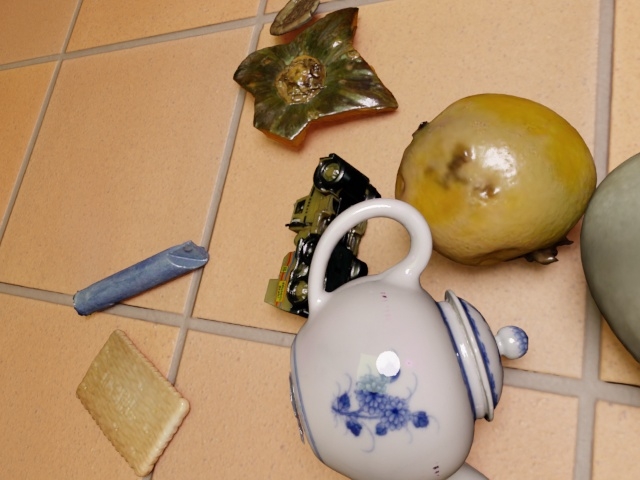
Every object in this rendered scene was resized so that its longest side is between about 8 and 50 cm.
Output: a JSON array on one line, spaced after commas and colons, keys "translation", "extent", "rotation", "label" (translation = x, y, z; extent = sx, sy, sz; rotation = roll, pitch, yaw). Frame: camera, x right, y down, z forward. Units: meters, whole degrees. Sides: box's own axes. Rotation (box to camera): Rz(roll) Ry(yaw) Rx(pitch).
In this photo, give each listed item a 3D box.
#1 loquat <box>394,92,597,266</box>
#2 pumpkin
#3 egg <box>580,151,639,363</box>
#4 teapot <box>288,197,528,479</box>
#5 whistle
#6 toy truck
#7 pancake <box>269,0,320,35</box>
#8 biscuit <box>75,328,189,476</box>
[{"translation": [0.224, -0.070, 0.622], "extent": [0.244, 0.244, 0.243], "rotation": [-8, 70, 24], "label": "loquat"}, {"translation": [-0.031, -0.289, 0.887], "extent": [0.291, 0.095, 0.258], "rotation": [-21, 62, 15], "label": "pumpkin"}, {"translation": [0.424, 0.048, 0.457], "extent": [0.259, 0.258, 0.352], "rotation": [-38, 62, 11], "label": "egg"}, {"translation": [0.114, 0.155, 0.585], "extent": [0.280, 0.252, 0.423], "rotation": [-17, 95, 5], "label": "teapot"}, {"translation": [-0.359, 0.074, 0.951], "extent": [0.305, 0.062, 0.062], "rotation": [-23, 65, 18], "label": "whistle"}, {"translation": [0.004, -0.002, 0.764], "extent": [0.127, 0.127, 0.256], "rotation": [6, 75, 43], "label": "toy truck"}, {"translation": [-0.027, -0.467, 0.946], "extent": [0.184, 0.020, 0.190], "rotation": [-35, 36, 7], "label": "pancake"}, {"translation": [-0.353, 0.294, 0.893], "extent": [0.250, 0.030, 0.160], "rotation": [31, 89, 31], "label": "biscuit"}]
